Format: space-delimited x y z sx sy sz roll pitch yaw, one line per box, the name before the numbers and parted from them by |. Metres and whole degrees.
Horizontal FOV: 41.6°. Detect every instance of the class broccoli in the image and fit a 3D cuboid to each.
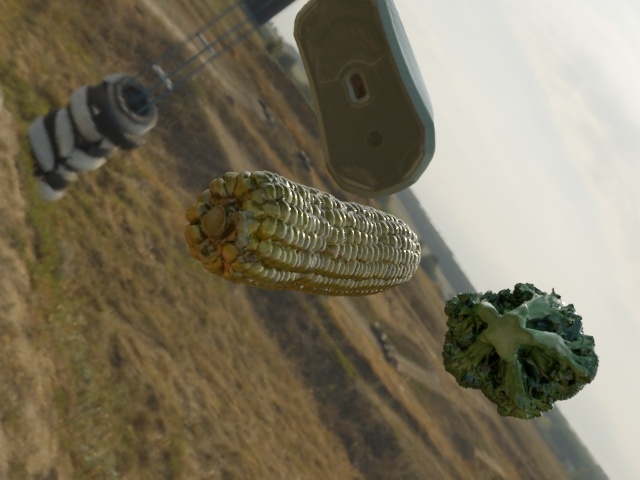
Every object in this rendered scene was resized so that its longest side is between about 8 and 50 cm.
broccoli | 0.371 0.198 1.580 0.295 0.265 0.245 11 -13 35

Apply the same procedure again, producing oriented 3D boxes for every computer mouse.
computer mouse | 0.033 -0.120 0.641 0.056 0.089 0.181 -3 75 -72

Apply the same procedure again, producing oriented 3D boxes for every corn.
corn | 0.000 0.000 0.741 0.292 0.101 0.101 8 43 -54
